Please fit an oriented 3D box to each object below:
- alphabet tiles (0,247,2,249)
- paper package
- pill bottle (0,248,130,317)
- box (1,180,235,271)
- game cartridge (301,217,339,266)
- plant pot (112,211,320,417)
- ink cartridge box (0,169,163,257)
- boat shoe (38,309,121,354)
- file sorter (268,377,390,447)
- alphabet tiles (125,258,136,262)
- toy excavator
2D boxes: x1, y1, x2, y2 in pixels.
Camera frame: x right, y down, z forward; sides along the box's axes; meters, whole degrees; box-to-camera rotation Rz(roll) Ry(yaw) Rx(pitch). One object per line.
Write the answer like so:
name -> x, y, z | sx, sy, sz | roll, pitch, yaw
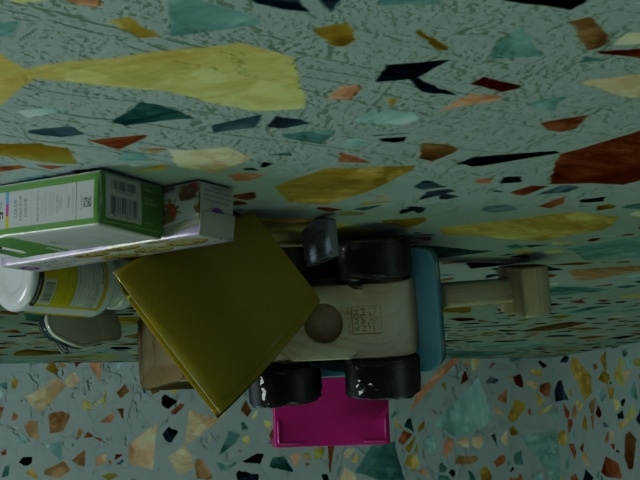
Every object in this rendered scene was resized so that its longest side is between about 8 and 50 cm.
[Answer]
alphabet tiles -> -0.555, 0.006, 1.559 | 0.198, 0.009, 0.237 | -11, 166, 40
paper package -> -0.183, 0.205, 2.284 | 0.309, 0.168, 0.325 | 0, 169, -20
pill bottle -> -0.351, 0.054, 1.593 | 0.103, 0.103, 0.184 | -11, 166, 42
box -> -0.245, -0.013, 1.355 | 0.324, 0.063, 0.067 | -8, 167, 32
game cartridge -> 0.000, 0.000, 1.488 | 0.017, 0.056, 0.083 | -5, 172, -27
plant pot -> -0.121, 0.083, 1.462 | 0.187, 0.212, 0.212 | -37, 175, -10
ink cartridge box -> -0.290, -0.027, 1.267 | 0.209, 0.062, 0.109 | -7, 168, 29
boat shoe -> -0.492, 0.175, 2.285 | 0.079, 0.095, 0.254 | -17, 174, 18
file sorter -> 0.000, 0.224, 2.064 | 0.202, 0.291, 0.182 | 0, 169, -11
alphabet tiles -> -0.444, 0.053, 1.831 | 0.285, 0.011, 0.342 | 6, 167, -38
toy excavator -> 0.123, 0.094, 1.742 | 0.432, 0.222, 0.445 | -5, -177, 14
